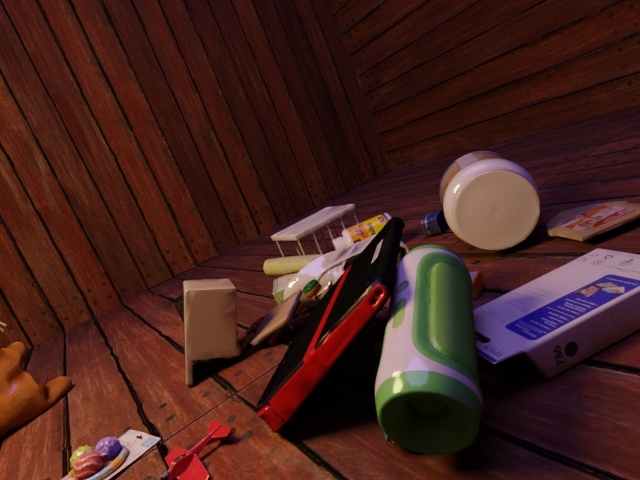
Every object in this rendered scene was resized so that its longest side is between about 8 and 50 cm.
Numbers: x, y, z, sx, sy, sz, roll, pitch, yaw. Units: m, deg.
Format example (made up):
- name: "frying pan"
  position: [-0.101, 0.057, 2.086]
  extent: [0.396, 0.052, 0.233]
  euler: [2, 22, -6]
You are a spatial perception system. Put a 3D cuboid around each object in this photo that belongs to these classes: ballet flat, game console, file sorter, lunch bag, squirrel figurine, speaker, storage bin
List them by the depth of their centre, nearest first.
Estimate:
- name: "speaker"
  position: [0.150, 0.126, 0.599]
  extent: [0.131, 0.131, 0.296]
  euler: [-17, 25, 24]
- name: "ballet flat"
  position: [0.117, 0.212, 0.656]
  extent: [0.073, 0.080, 0.232]
  euler: [-7, 13, 2]
- name: "game console"
  position: [0.038, 0.135, 0.802]
  extent: [0.342, 0.060, 0.386]
  euler: [-51, 1, 21]
- name: "squirrel figurine"
  position: [-0.984, 0.384, 1.208]
  extent: [0.281, 0.370, 0.397]
  euler: [-21, 11, 4]
- name: "ballet flat"
  position: [0.088, 0.087, 1.218]
  extent: [0.400, 0.139, 0.139]
  euler: [-26, 12, -23]
- name: "lunch bag"
  position: [0.372, -0.055, 1.441]
  extent: [0.065, 0.067, 0.098]
  euler: [-14, 15, 38]
- name: "file sorter"
  position: [0.000, 0.000, 1.631]
  extent: [0.278, 0.173, 0.193]
  euler: [-29, 14, -28]
- name: "storage bin"
  position: [-0.456, 0.229, 1.670]
  extent: [0.180, 0.084, 0.122]
  euler: [-25, 11, -10]

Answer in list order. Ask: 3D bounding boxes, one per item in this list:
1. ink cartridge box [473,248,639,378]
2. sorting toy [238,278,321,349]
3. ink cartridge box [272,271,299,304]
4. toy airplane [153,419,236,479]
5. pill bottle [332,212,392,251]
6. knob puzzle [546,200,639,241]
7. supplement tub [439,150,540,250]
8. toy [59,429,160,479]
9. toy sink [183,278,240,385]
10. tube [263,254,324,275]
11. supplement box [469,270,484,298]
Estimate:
- name: "ink cartridge box"
  position: [0.366, 0.112, 0.671]
  extent: [0.333, 0.065, 0.165]
  euler: [-22, 11, -8]
- name: "sorting toy"
  position: [-0.105, 0.209, 1.106]
  extent: [0.274, 0.046, 0.132]
  euler: [-37, 12, 27]
- name: "ink cartridge box"
  position: [-0.038, 0.126, 1.424]
  extent: [0.235, 0.056, 0.171]
  euler: [-24, 10, 0]
- name: "toy airplane"
  position: [-0.206, 0.354, 0.728]
  extent: [0.151, 0.028, 0.151]
  euler: [-20, 13, 5]
- name: "pill bottle"
  position: [0.154, -0.004, 1.497]
  extent: [0.215, 0.117, 0.117]
  euler: [-23, 11, -3]
- name: "knob puzzle"
  position: [0.616, -0.042, 1.001]
  extent: [0.213, 0.030, 0.213]
  euler: [-22, 11, 5]
- name: "supplement tub"
  position: [0.439, -0.111, 1.158]
  extent: [0.228, 0.228, 0.316]
  euler: [-19, 12, 18]
- name: "toy"
  position: [-0.436, 0.418, 0.802]
  extent: [0.137, 0.056, 0.237]
  euler: [-11, 16, 41]
- name: "toy sink"
  position: [-0.276, 0.224, 1.102]
  extent: [0.131, 0.234, 0.153]
  euler: [-1, 3, -18]
- name: "tube"
  position: [-0.086, 0.080, 1.467]
  extent: [0.240, 0.062, 0.070]
  euler: [-11, 55, 35]
- name: "supplement box"
  position: [0.293, 0.100, 0.937]
  extent: [0.098, 0.036, 0.062]
  euler: [-13, 14, 38]
